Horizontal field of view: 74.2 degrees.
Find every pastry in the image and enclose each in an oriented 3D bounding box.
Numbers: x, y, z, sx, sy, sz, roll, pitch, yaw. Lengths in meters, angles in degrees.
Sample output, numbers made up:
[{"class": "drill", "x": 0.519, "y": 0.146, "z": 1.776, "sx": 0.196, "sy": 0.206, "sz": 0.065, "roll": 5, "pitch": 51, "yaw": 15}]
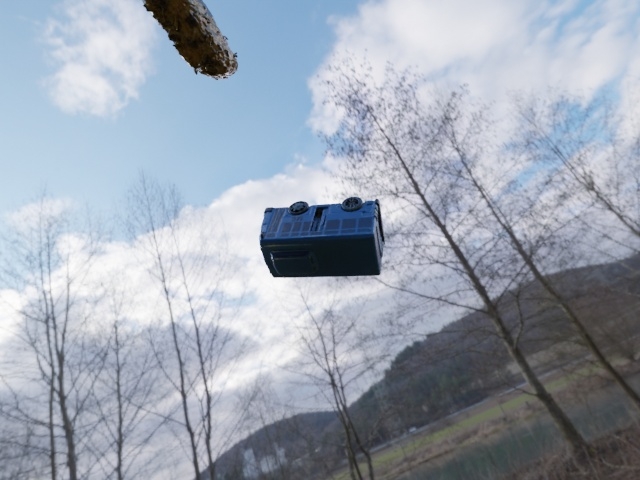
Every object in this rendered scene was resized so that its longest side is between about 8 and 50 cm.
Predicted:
[{"class": "pastry", "x": -0.148, "y": -0.245, "z": 0.471, "sx": 0.056, "sy": 0.080, "sz": 0.140, "roll": -23, "pitch": -69, "yaw": 17}]

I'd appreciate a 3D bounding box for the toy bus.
[{"class": "toy bus", "x": 0.000, "y": 0.000, "z": 0.641, "sx": 0.184, "sy": 0.106, "sz": 0.090, "roll": -3, "pitch": -48, "yaw": 15}]
